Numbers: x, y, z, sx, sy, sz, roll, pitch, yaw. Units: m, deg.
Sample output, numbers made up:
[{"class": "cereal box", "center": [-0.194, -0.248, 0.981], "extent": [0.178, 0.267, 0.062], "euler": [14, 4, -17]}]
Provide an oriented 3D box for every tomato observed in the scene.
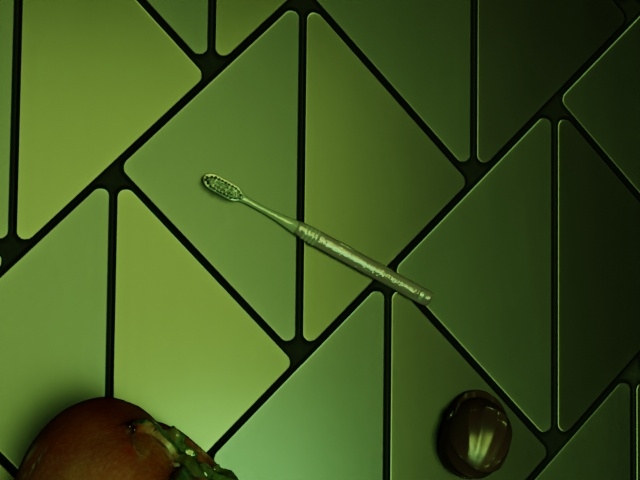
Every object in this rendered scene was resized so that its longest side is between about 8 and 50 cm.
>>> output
[{"class": "tomato", "center": [-0.218, 0.356, 1.467], "extent": [0.341, 0.341, 0.273], "euler": [44, 90, -10]}]

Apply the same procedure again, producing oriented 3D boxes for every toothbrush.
[{"class": "toothbrush", "center": [0.000, 0.000, 1.700], "extent": [0.354, 0.029, 0.024], "euler": [29, 93, -14]}]

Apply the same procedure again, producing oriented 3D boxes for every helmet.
[{"class": "helmet", "center": [0.216, 0.264, 1.729], "extent": [0.098, 0.070, 0.123], "euler": [23, 82, -14]}]
